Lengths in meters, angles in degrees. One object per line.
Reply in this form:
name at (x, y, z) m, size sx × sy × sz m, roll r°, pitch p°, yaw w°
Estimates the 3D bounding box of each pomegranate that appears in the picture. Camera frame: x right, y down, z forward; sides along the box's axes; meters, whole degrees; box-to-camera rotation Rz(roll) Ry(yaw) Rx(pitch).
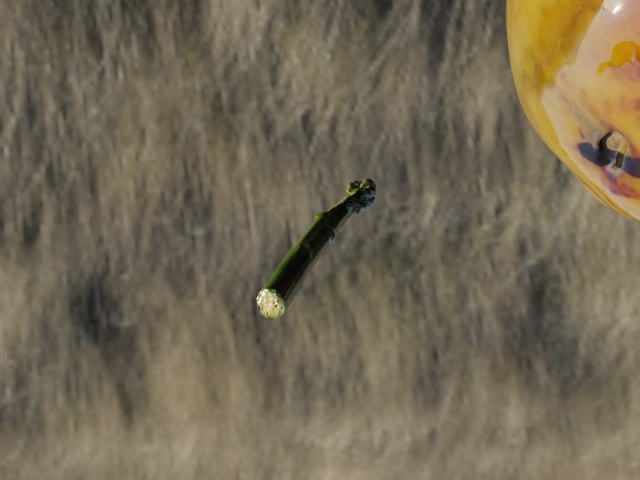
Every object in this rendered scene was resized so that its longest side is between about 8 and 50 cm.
pomegranate at (0.214, -0.123, 0.810) m, size 0.248 × 0.248 × 0.248 m, roll -7°, pitch 160°, yaw -3°

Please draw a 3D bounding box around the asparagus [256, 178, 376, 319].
asparagus at (0.000, 0.000, 0.685) m, size 0.015 × 0.018 × 0.127 m, roll -44°, pitch -176°, yaw 34°
